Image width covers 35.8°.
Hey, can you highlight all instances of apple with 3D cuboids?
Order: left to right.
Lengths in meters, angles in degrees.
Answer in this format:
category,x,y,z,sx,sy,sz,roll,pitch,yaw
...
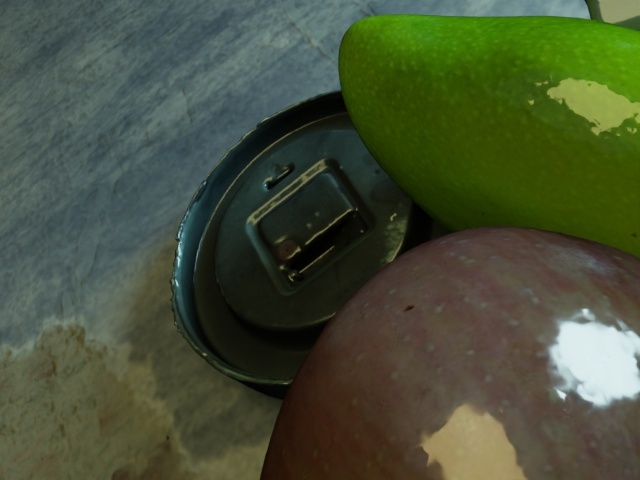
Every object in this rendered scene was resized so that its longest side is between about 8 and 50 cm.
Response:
category,x,y,z,sx,sy,sz,roll,pitch,yaw
apple,0.108,0.146,0.523,0.306,0.306,0.235,-48,33,-3

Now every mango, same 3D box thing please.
category,x,y,z,sx,sy,sz,roll,pitch,yaw
mango,0.155,-0.063,0.663,0.343,0.192,0.156,27,53,22

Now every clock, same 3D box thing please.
category,x,y,z,sx,sy,sz,roll,pitch,yaw
clock,0.000,0.000,0.837,0.280,0.055,0.281,-16,55,23

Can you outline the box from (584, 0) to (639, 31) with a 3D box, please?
category,x,y,z,sx,sy,sz,roll,pitch,yaw
box,0.255,-0.168,0.719,0.124,0.172,0.093,-13,71,26
